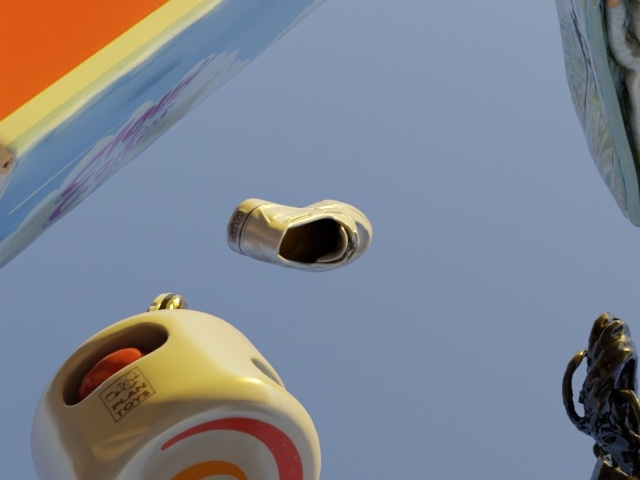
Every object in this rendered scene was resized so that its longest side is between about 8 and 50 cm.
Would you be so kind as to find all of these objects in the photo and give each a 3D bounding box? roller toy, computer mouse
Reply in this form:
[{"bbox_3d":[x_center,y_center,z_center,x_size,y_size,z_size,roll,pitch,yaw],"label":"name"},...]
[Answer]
[{"bbox_3d":[-0.106,0.160,1.052,0.209,0.191,0.146,6,-157,-32],"label":"roller toy"},{"bbox_3d":[0.144,0.189,0.677,0.072,0.188,0.272,-13,-133,16],"label":"computer mouse"}]

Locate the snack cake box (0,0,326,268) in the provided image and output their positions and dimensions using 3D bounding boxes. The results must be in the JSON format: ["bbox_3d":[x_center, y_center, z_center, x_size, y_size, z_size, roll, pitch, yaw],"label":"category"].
[{"bbox_3d":[-0.075,-0.110,0.417,0.152,0.089,0.264,43,-135,1],"label":"snack cake box"}]

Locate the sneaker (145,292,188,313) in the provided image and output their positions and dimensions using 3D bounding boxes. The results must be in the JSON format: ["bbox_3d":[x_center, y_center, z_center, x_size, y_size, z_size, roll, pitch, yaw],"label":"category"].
[{"bbox_3d":[-0.118,0.111,1.286,0.075,0.063,0.170,-11,-140,6],"label":"sneaker"}]

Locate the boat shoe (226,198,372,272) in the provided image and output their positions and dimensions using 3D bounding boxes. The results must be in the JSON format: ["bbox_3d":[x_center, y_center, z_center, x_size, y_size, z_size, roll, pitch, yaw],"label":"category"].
[{"bbox_3d":[0.000,0.000,0.660,0.035,0.100,0.035,23,-83,33],"label":"boat shoe"}]

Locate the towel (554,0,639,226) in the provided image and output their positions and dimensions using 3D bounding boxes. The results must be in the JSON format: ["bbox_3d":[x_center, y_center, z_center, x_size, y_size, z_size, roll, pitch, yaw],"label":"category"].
[{"bbox_3d":[0.311,-0.234,1.560,0.090,0.374,0.320,-14,-137,4],"label":"towel"}]
